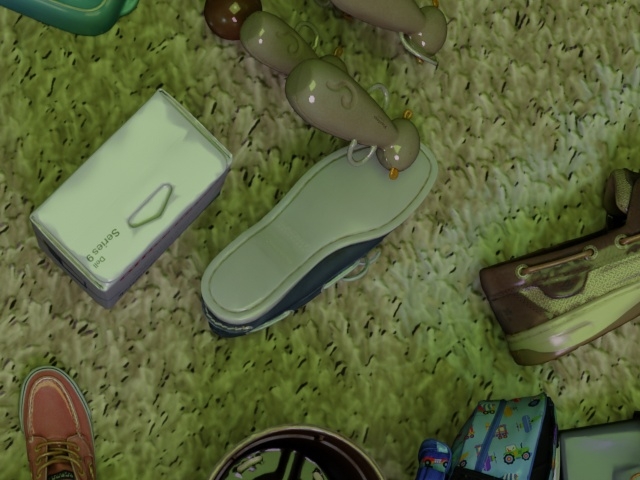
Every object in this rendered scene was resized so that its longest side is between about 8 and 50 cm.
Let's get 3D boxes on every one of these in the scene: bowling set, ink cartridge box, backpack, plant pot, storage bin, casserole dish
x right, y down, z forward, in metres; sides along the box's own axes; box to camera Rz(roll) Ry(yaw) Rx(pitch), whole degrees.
[{"bbox_3d":[0.011,-0.208,1.578,0.154,0.200,0.287,30,73,-41],"label":"bowling set"},{"bbox_3d":[-0.161,-0.030,1.486,0.093,0.212,0.154,44,81,-2],"label":"ink cartridge box"},{"bbox_3d":[0.139,0.209,1.474,0.117,0.158,0.173,13,69,10],"label":"backpack"},{"bbox_3d":[-0.031,0.241,1.505,0.167,0.165,0.167,1,84,-8],"label":"plant pot"},{"bbox_3d":[0.265,0.225,1.589,0.091,0.098,0.135,-5,86,2],"label":"storage bin"},{"bbox_3d":[-0.251,-0.261,1.584,0.188,0.037,0.114,22,83,-6],"label":"casserole dish"}]

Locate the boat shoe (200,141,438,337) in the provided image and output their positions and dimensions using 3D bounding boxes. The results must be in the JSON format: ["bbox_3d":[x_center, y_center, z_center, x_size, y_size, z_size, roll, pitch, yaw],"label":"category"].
[{"bbox_3d":[0.000,0.000,1.572,0.254,0.079,0.095,-42,76,-18],"label":"boat shoe"}]

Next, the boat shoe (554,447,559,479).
[{"bbox_3d":[0.179,0.258,1.580,0.081,0.068,0.227,6,84,-2],"label":"boat shoe"}]

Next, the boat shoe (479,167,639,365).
[{"bbox_3d":[0.304,-0.013,1.600,0.342,0.123,0.123,-28,91,-3],"label":"boat shoe"}]

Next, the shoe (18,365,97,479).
[{"bbox_3d":[-0.225,0.196,1.524,0.064,0.081,0.178,-11,87,-9],"label":"shoe"}]
